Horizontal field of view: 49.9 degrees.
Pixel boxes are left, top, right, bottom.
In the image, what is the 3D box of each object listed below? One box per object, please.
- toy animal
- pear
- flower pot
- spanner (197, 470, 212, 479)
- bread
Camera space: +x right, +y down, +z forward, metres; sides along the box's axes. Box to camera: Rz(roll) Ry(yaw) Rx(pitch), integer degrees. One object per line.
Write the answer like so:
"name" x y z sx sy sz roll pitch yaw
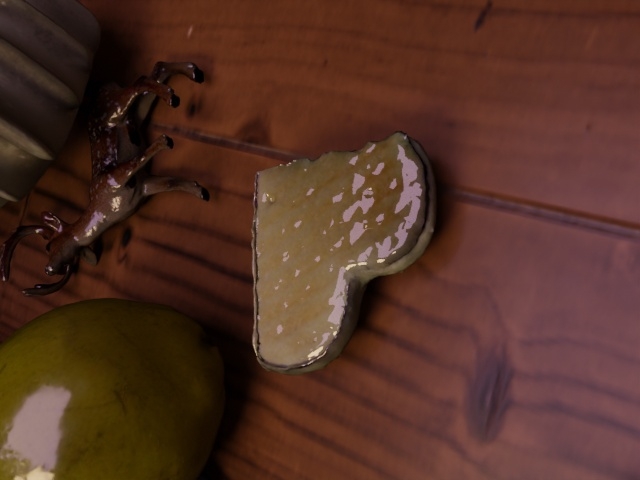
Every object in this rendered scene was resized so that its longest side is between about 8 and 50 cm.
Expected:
"toy animal" -0.231 -0.066 0.747 0.260 0.087 0.243 -14 61 33
"pear" -0.207 0.166 0.609 0.269 0.212 0.212 -35 64 -8
"flower pot" -0.403 -0.133 0.761 0.368 0.165 0.254 -23 46 34
"spanner" -0.031 0.321 0.580 0.087 0.024 0.316 -50 60 14
"bread" 0.000 0.000 0.596 0.172 0.064 0.232 40 101 29
